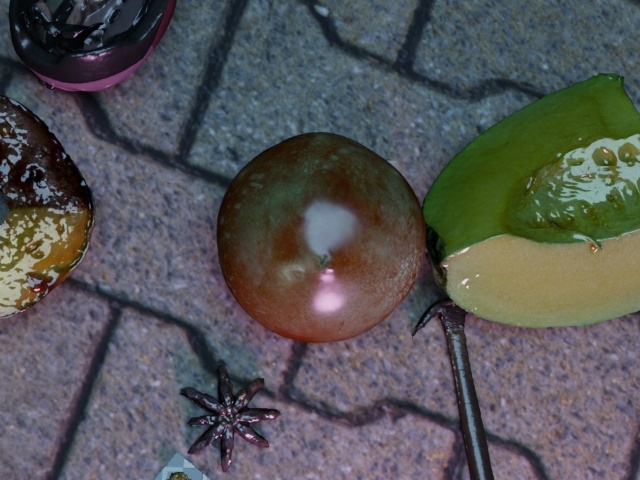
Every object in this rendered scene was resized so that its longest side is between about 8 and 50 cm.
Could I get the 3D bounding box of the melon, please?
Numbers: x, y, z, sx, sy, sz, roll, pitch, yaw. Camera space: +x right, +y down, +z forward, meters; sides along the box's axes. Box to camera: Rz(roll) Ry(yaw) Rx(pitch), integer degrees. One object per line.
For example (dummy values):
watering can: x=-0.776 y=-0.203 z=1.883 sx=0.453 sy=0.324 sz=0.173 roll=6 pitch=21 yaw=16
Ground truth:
melon: x=0.303 y=-0.036 z=1.772 sx=0.343 sy=0.226 sz=0.331 roll=-14 pitch=94 yaw=0

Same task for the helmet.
helmet: x=-0.290 y=-0.296 z=1.728 sx=0.198 sy=0.154 sz=0.253 roll=29 pitch=55 yaw=15

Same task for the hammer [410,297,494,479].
hammer: x=0.202 y=0.224 z=1.792 sx=0.125 sy=0.027 sz=0.297 roll=-9 pitch=82 yaw=-13

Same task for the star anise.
star anise: x=-0.117 y=0.229 z=1.718 sx=0.141 sy=0.042 sz=0.141 roll=2 pitch=80 yaw=-12

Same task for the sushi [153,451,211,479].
sushi: x=-0.178 y=0.357 z=1.688 sx=0.120 sy=0.026 sz=0.126 roll=40 pitch=75 yaw=-3

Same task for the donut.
donut: x=-0.370 y=-0.044 z=1.684 sx=0.151 sy=0.112 sz=0.295 roll=-4 pitch=81 yaw=-16

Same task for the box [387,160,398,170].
box: x=0.026 y=-0.066 z=1.810 sx=0.167 sy=0.024 sz=0.090 roll=0 pitch=81 yaw=-11

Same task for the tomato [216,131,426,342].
tomato: x=0.000 y=0.000 z=1.669 sx=0.270 sy=0.222 sz=0.270 roll=1 pitch=100 yaw=4
